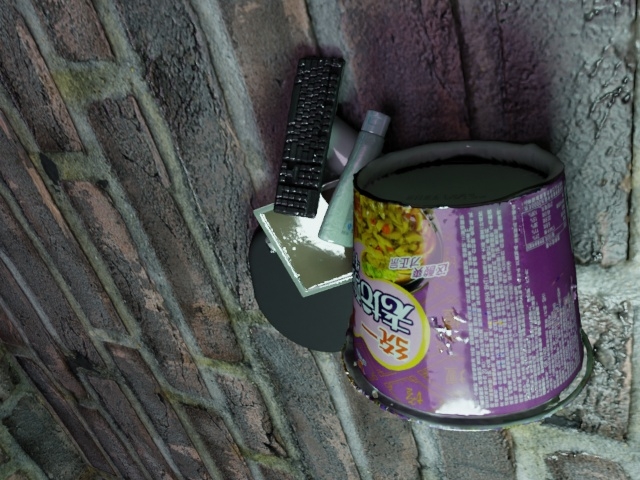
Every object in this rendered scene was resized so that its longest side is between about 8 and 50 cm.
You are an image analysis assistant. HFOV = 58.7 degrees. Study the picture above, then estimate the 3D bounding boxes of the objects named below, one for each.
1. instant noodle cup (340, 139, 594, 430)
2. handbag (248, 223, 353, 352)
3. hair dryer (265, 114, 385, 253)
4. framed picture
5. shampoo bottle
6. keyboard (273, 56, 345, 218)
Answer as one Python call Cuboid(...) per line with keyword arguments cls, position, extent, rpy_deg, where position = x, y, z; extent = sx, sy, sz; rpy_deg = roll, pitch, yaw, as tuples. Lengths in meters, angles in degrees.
Cuboid(cls="instant noodle cup", position=(0.173, 0.030, 0.738), extent=(0.340, 0.340, 0.266), rpy_deg=(4, 118, 30))
Cuboid(cls="handbag", position=(-0.006, 0.074, 1.030), extent=(0.254, 0.093, 0.308), rpy_deg=(13, 130, 21))
Cuboid(cls="hair dryer", position=(-0.018, -0.076, 0.881), extent=(0.131, 0.073, 0.236), rpy_deg=(40, 110, 0))
Cuboid(cls="framed picture", position=(0.000, 0.000, 0.872), extent=(0.142, 0.011, 0.183), rpy_deg=(-20, 123, 14))
Cuboid(cls="shampoo bottle", position=(0.051, -0.086, 0.791), extent=(0.041, 0.069, 0.190), rpy_deg=(24, 98, 46))
Cuboid(cls="keyboard", position=(-0.020, -0.148, 0.807), extent=(0.072, 0.023, 0.231), rpy_deg=(10, 90, 18))
